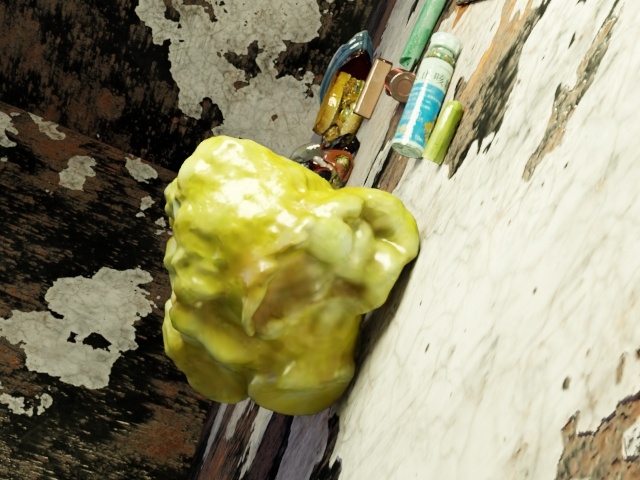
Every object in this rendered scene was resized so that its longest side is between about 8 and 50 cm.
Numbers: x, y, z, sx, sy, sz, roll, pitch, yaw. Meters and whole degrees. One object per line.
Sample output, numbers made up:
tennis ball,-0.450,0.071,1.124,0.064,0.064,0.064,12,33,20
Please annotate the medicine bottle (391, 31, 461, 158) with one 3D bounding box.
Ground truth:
medicine bottle,0.157,-0.213,1.259,0.051,0.051,0.191,136,155,-74

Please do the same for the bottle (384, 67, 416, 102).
bottle,0.146,-0.286,1.573,0.164,0.060,0.060,-91,24,-76

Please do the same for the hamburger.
hamburger,0.055,-0.339,2.250,0.182,0.118,0.190,131,164,-80

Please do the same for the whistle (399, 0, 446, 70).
whistle,0.202,-0.417,1.643,0.039,0.039,0.186,-83,16,-68

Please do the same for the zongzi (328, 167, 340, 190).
zongzi,0.000,0.000,1.562,0.289,0.123,0.260,-64,11,-3

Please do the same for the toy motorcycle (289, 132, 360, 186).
toy motorcycle,-0.072,-0.112,2.035,0.401,0.134,0.207,-31,23,10

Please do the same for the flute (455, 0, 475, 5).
flute,0.236,-0.370,1.304,0.269,0.014,0.014,-97,30,-77

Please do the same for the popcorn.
popcorn,-0.059,0.046,1.105,0.334,0.293,0.293,111,151,-42

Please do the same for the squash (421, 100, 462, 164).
squash,0.159,-0.140,1.097,0.027,0.028,0.083,-112,45,-81

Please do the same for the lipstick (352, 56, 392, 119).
lipstick,0.126,-0.368,2.072,0.045,0.045,0.145,-149,82,-82

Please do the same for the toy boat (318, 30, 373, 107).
toy boat,0.074,-0.470,2.480,0.142,0.129,0.309,-93,22,-49
